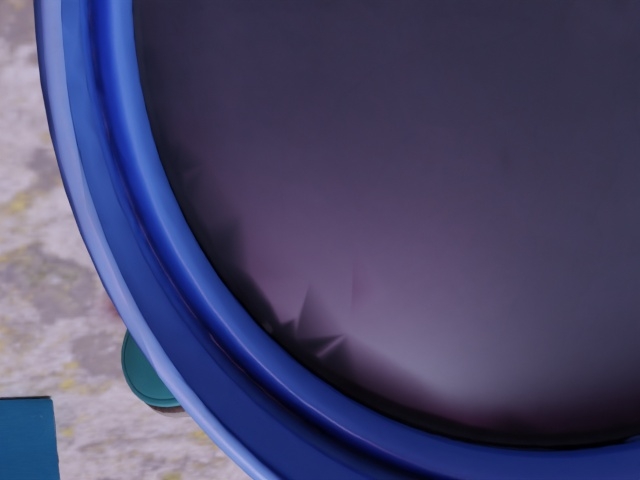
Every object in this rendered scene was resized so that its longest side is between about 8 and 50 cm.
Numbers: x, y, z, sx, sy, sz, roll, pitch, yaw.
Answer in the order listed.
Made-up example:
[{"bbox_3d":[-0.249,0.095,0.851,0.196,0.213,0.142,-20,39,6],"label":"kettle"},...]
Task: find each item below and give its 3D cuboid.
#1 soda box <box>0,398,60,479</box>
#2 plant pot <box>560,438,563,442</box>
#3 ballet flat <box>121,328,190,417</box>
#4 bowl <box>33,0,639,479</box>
[{"bbox_3d":[-0.248,0.134,0.667,0.210,0.071,0.067,0,137,-18],"label":"soda box"},{"bbox_3d":[0.139,0.079,0.610,0.212,0.212,0.187,-16,166,-30],"label":"plant pot"},{"bbox_3d":[0.000,0.000,0.599,0.086,0.086,0.248,20,127,-35],"label":"ballet flat"},{"bbox_3d":[0.107,-0.077,0.400,0.391,0.077,0.391,-4,104,-15],"label":"bowl"}]
